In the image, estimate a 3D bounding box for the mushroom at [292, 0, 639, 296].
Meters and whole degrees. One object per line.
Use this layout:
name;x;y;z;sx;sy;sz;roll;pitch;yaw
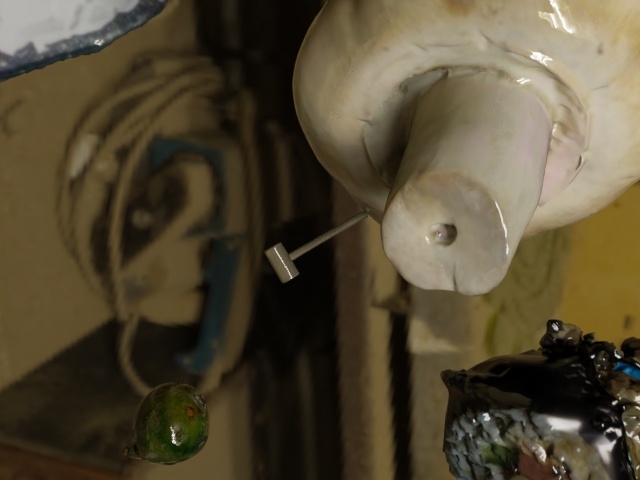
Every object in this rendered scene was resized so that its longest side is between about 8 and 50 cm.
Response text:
mushroom;0.132;-0.143;1.392;0.353;0.353;0.325;-27;104;-56

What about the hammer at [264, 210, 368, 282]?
hammer;0.000;0.000;1.507;0.110;0.019;0.036;-30;90;-22

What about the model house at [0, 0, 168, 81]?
model house;-0.349;-0.303;1.744;0.271;0.300;0.190;-31;116;-28

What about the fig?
fig;-0.224;0.272;2.248;0.117;0.117;0.177;-53;-175;-39

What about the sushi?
sushi;0.241;0.171;1.420;0.218;0.238;0.225;-31;114;-25
